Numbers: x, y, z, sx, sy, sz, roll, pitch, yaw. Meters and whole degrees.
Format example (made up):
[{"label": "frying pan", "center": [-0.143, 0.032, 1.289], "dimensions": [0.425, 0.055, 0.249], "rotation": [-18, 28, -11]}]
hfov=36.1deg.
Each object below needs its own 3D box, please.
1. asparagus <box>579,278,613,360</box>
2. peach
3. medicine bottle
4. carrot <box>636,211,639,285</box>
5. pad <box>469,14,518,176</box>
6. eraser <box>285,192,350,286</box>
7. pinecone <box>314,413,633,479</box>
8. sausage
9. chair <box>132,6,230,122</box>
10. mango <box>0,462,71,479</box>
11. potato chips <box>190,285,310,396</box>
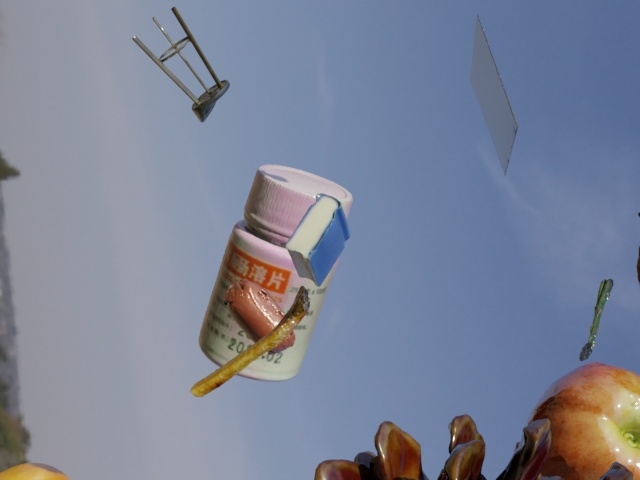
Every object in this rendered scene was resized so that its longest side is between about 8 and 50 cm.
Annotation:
[{"label": "asparagus", "center": [0.512, 0.148, 1.828], "dimensions": [0.023, 0.233, 0.022], "rotation": [37, -45, -3]}, {"label": "peach", "center": [0.390, 0.301, 1.392], "dimensions": [0.256, 0.232, 0.232], "rotation": [128, -49, -63]}, {"label": "medicine bottle", "center": [-0.086, 0.063, 1.925], "dimensions": [0.219, 0.219, 0.388], "rotation": [45, -60, 57]}, {"label": "carrot", "center": [0.597, 0.040, 1.432], "dimensions": [0.241, 0.341, 0.241], "rotation": [-32, -135, 39]}, {"label": "pad", "center": [0.186, -0.151, 1.068], "dimensions": [0.190, 0.004, 0.127], "rotation": [58, 15, -77]}, {"label": "eraser", "center": [0.000, 0.000, 0.906], "dimensions": [0.027, 0.063, 0.084], "rotation": [29, -14, 16]}, {"label": "pinecone", "center": [0.154, 0.335, 0.836], "dimensions": [0.398, 0.398, 0.397], "rotation": [173, -90, -68]}, {"label": "sausage", "center": [-0.098, 0.125, 1.594], "dimensions": [0.141, 0.076, 0.076], "rotation": [49, -25, -1]}, {"label": "chair", "center": [-0.253, -0.338, 1.897], "dimensions": [0.095, 0.104, 0.221], "rotation": [-19, -62, 32]}, {"label": "mango", "center": [-0.382, 0.344, 1.211], "dimensions": [0.219, 0.145, 0.112], "rotation": [-27, 102, -82]}, {"label": "potato chips", "center": [-0.087, 0.139, 1.301], "dimensions": [0.037, 0.204, 0.026], "rotation": [50, -9, -5]}]
